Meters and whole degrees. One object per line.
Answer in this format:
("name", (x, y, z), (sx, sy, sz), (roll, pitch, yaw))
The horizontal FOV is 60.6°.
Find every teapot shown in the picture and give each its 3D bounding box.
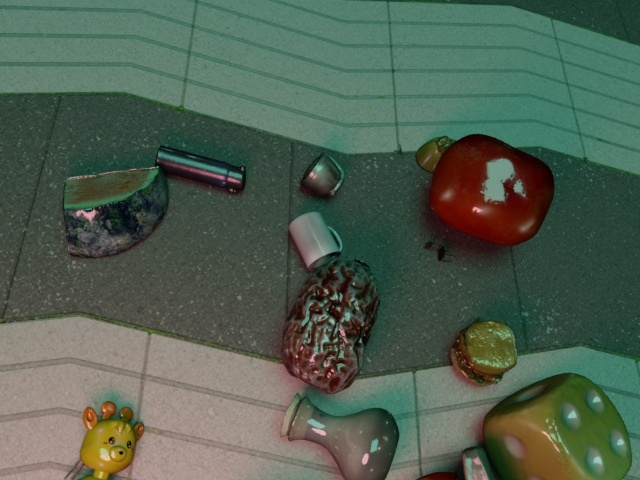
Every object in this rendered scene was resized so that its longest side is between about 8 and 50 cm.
("teapot", (0.011, -0.179, 1.562), (0.108, 0.149, 0.111), (38, 101, -10))
("teapot", (0.042, 0.439, 1.228), (0.250, 0.183, 0.184), (18, 62, 10))

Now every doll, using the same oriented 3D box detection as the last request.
("doll", (-0.449, 0.451, 1.141), (0.143, 0.135, 0.221), (30, 50, -34))

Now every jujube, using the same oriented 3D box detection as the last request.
("jujube", (0.027, 0.199, 1.305), (0.226, 0.226, 0.317), (24, 64, -1))

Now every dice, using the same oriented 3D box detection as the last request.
("dice", (0.544, 0.460, 1.268), (0.238, 0.227, 0.233), (-21, 74, -35))

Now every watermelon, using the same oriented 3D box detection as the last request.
("watermelon", (-0.526, -0.107, 1.377), (0.226, 0.148, 0.318), (36, 61, 14))

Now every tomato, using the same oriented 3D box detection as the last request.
("tomato", (0.471, -0.138, 1.524), (0.325, 0.290, 0.293), (30, 83, 0))

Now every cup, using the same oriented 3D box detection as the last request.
("cup", (-0.009, 0.005, 1.469), (0.099, 0.136, 0.133), (-32, 71, 11))

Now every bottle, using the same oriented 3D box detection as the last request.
("bottle", (-0.324, -0.192, 1.495), (0.244, 0.072, 0.082), (13, 100, -6))

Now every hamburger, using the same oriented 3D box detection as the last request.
("hamburger", (0.414, 0.280, 1.407), (0.159, 0.131, 0.185), (6, 57, 0))

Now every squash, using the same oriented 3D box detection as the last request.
("squash", (0.360, -0.280, 1.654), (0.105, 0.132, 0.105), (5, 65, -12))

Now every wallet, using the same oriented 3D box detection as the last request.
("wallet", (0.364, 0.626, 1.164), (0.083, 0.252, 0.360), (-12, 65, 11))

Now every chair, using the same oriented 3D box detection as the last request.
("chair", (0.339, 0.034, 1.554), (0.086, 0.037, 0.042), (14, 51, -10))

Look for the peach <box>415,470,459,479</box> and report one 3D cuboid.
("peach", (0.256, 0.612, 1.168), (0.190, 0.196, 0.226), (43, 75, -10))
